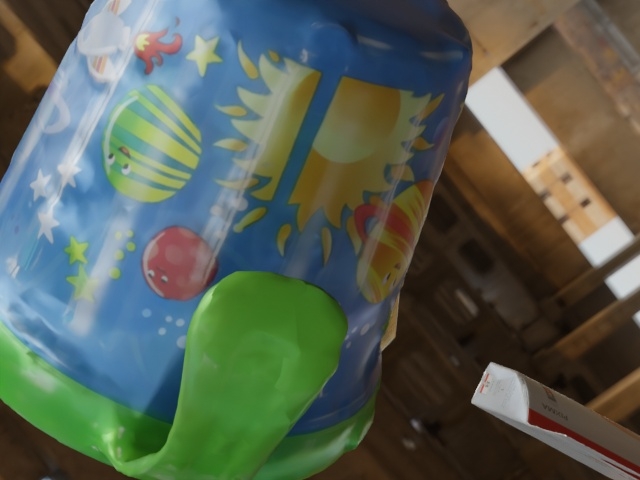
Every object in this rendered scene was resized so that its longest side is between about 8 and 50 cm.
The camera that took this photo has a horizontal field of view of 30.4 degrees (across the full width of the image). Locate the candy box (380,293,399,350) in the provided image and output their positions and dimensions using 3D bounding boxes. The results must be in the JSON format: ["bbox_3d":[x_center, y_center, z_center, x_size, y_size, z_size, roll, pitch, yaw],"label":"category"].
[{"bbox_3d":[0.000,0.000,0.805,0.109,0.053,0.187,32,145,25],"label":"candy box"}]

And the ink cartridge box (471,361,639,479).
[{"bbox_3d":[0.208,0.146,0.880,0.145,0.045,0.179,29,171,-12],"label":"ink cartridge box"}]

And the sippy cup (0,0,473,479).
[{"bbox_3d":[-0.041,-0.037,0.579,0.240,0.224,0.305,-6,-140,-46],"label":"sippy cup"}]
